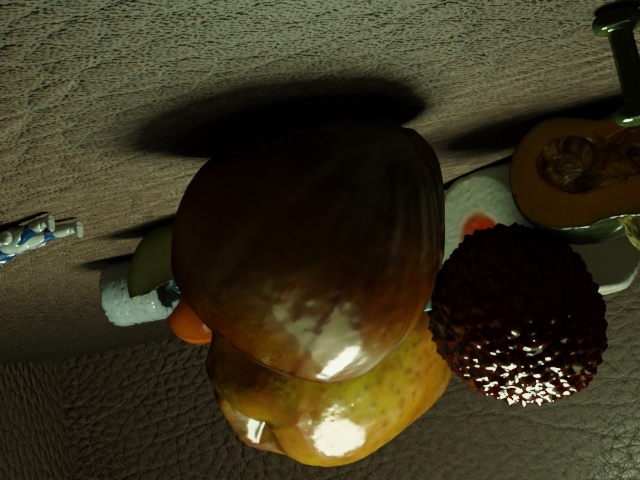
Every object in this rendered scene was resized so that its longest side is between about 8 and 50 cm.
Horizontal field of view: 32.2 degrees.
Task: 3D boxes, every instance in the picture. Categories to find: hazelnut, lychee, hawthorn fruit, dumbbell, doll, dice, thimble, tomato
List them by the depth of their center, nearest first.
[{"bbox_3d":[0.306,-0.172,1.098,0.052,0.118,0.046,-13,171,14],"label":"dumbbell"},{"bbox_3d":[0.000,0.000,1.368,0.372,0.315,0.372,-38,163,-14],"label":"hazelnut"},{"bbox_3d":[0.286,0.104,1.628,0.264,0.264,0.300,-6,-150,-24],"label":"lychee"},{"bbox_3d":[-0.476,0.010,1.670,0.227,0.057,0.114,-14,175,17],"label":"doll"},{"bbox_3d":[0.369,-0.008,1.885,0.251,0.243,0.259,-5,168,-30],"label":"dice"},{"bbox_3d":[0.001,0.187,2.027,0.472,0.471,0.472,-9,172,-1],"label":"hawthorn fruit"},{"bbox_3d":[-0.349,0.097,2.144,0.118,0.127,0.151,-10,177,9],"label":"thimble"},{"bbox_3d":[-0.203,0.121,2.296,0.260,0.180,0.260,-8,170,-1],"label":"tomato"}]

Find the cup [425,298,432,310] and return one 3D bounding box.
[{"bbox_3d":[0.084,-0.004,1.596,0.134,0.235,0.148,-7,174,-8],"label":"cup"}]

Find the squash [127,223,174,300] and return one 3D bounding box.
[{"bbox_3d":[-0.242,0.001,1.864,0.192,0.085,0.184,-23,-162,35],"label":"squash"}]

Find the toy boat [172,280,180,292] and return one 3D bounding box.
[{"bbox_3d":[-0.128,0.014,1.883,0.210,0.070,0.292,-39,-168,-34],"label":"toy boat"}]

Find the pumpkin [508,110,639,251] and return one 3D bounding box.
[{"bbox_3d":[0.426,-0.079,1.516,0.317,0.221,0.139,-12,172,21],"label":"pumpkin"}]
